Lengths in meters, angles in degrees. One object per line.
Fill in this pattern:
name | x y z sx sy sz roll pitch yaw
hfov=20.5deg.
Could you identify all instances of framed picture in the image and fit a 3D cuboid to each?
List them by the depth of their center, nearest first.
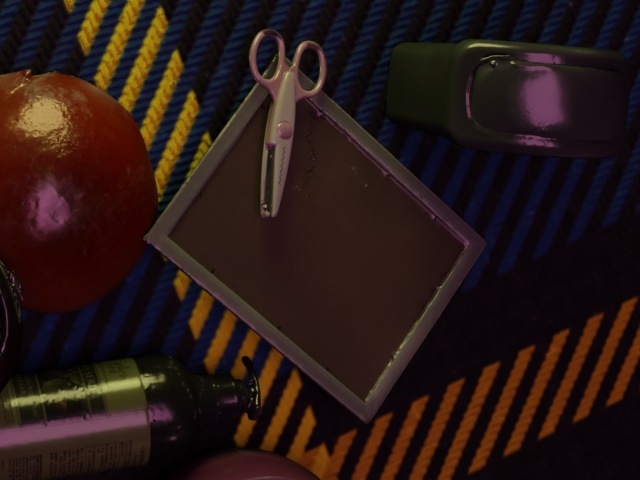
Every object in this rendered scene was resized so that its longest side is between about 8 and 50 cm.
framed picture | 0.000 0.000 1.694 0.293 0.018 0.231 42 71 -20

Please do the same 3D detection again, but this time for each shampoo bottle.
shampoo bottle | -0.191 0.161 1.631 0.283 0.101 0.101 -7 100 -18

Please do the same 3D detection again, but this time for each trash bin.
trash bin | 0.175 -0.134 1.641 0.176 0.236 0.101 1 97 -19

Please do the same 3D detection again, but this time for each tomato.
tomato | -0.232 -0.043 1.585 0.199 0.112 0.228 -41 111 -11

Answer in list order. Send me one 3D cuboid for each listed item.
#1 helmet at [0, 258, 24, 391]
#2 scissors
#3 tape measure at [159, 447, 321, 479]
helmet | -0.353 0.072 1.498 0.216 0.193 0.189 -17 94 20
scissors | -0.038 -0.108 1.656 0.085 0.022 0.176 14 79 -33
tape measure | -0.074 0.323 1.668 0.231 0.149 0.245 -19 105 -15
